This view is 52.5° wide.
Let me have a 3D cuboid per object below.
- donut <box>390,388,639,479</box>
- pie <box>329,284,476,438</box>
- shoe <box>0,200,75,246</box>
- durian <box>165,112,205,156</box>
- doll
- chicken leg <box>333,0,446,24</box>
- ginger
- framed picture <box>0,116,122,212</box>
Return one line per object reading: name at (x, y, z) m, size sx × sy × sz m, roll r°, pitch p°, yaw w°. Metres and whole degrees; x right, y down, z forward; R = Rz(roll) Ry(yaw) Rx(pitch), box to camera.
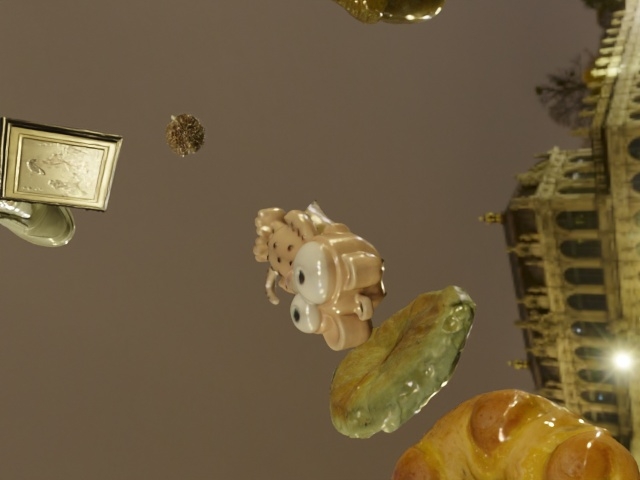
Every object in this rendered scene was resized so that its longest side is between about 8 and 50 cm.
donut at (0.188, 0.315, 0.649) m, size 0.317 × 0.299 × 0.150 m, roll -49°, pitch -53°, yaw 3°
pie at (0.127, 0.195, 1.050) m, size 0.071 × 0.306 × 0.306 m, roll 48°, pitch -136°, yaw -10°
shoe at (-0.616, -0.085, 1.280) m, size 0.316 × 0.159 × 0.124 m, roll 36°, pitch -100°, yaw -32°
durian at (-0.267, -0.208, 1.264) m, size 0.091 × 0.080 × 0.080 m, roll 48°, pitch -146°, yaw 9°
doll at (-0.014, 0.041, 0.886) m, size 0.119 × 0.278 × 0.154 m, roll -7°, pitch -74°, yaw -30°
chicken leg at (0.030, -0.261, 0.611) m, size 0.228 × 0.088 × 0.103 m, roll 0°, pitch -64°, yaw -27°
ginger at (-0.002, -0.002, 1.129) m, size 0.193 × 0.123 × 0.115 m, roll -73°, pitch 1°, yaw -63°
framed picture at (-0.463, -0.124, 1.143) m, size 0.195 × 0.199 × 0.010 m, roll 6°, pitch -133°, yaw -24°
